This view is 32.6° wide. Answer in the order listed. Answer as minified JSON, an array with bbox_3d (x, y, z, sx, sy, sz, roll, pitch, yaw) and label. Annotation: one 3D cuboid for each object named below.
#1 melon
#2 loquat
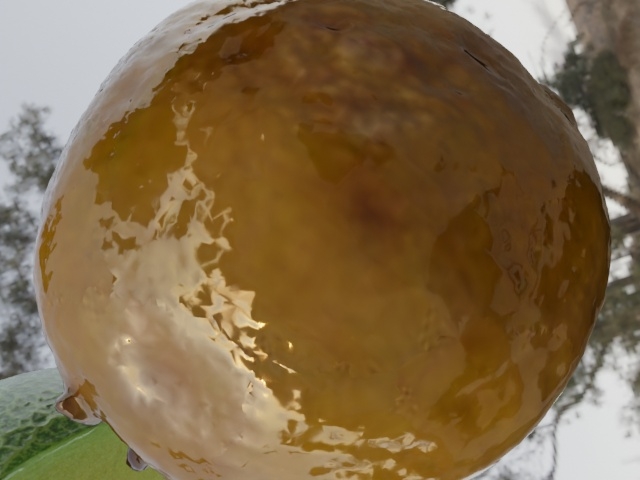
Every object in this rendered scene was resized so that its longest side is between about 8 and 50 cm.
[{"bbox_3d":[-0.292,0.231,1.068,0.226,0.343,0.331,49,160,-3],"label":"melon"},{"bbox_3d":[0.000,0.000,0.450,0.193,0.238,0.238,120,132,-80],"label":"loquat"}]
